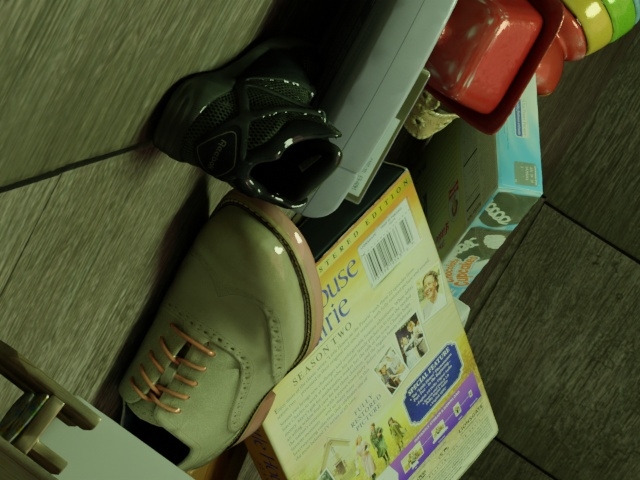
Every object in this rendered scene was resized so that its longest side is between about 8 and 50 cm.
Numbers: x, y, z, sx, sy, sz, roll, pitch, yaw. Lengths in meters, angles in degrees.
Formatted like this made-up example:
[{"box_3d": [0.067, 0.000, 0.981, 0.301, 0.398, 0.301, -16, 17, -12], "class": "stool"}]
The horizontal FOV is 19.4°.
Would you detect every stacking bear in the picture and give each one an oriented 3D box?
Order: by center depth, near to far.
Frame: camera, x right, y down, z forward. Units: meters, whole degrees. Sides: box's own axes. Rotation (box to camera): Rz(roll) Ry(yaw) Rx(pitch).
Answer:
[{"box_3d": [0.307, -0.288, 2.294, 0.289, 0.164, 0.175, -43, -150, -13], "class": "stacking bear"}]

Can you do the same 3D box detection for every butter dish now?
[{"box_3d": [0.136, -0.209, 1.878, 0.118, 0.160, 0.160, 2, 123, -50], "class": "butter dish"}]

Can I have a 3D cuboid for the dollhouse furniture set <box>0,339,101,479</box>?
[{"box_3d": [-0.273, 0.154, 1.248, 0.212, 0.161, 0.242, -53, -170, -14], "class": "dollhouse furniture set"}]

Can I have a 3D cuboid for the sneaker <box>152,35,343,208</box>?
[{"box_3d": [-0.030, -0.091, 1.491, 0.087, 0.130, 0.227, -60, 170, 25], "class": "sneaker"}]

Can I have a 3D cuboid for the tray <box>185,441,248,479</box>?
[{"box_3d": [-0.166, 0.299, 2.142, 0.203, 0.076, 0.411, -47, 164, -41], "class": "tray"}]

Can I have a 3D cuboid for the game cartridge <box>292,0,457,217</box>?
[{"box_3d": [0.047, -0.171, 1.585, 0.297, 0.062, 0.198, -61, -161, 22], "class": "game cartridge"}]

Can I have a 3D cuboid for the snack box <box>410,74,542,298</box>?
[{"box_3d": [0.182, -0.070, 2.251, 0.322, 0.060, 0.187, 122, -28, -61], "class": "snack box"}]

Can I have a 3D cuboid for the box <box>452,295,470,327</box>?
[{"box_3d": [0.070, 0.112, 2.325, 0.119, 0.182, 0.181, -51, 167, -25], "class": "box"}]

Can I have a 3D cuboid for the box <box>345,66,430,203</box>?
[{"box_3d": [0.041, -0.134, 1.736, 0.136, 0.036, 0.225, -62, -166, 16], "class": "box"}]

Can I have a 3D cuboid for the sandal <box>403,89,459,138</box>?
[{"box_3d": [0.128, -0.147, 2.091, 0.079, 0.088, 0.240, -62, 174, -1], "class": "sandal"}]

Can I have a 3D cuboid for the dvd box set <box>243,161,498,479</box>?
[{"box_3d": [0.042, 0.163, 2.080, 0.307, 0.062, 0.420, -46, 133, -28], "class": "dvd box set"}]

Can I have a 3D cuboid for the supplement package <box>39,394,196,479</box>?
[{"box_3d": [-0.165, 0.310, 1.610, 0.175, 0.293, 0.177, -44, 164, -45], "class": "supplement package"}]

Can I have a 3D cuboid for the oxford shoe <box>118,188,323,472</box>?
[{"box_3d": [-0.103, 0.109, 1.727, 0.146, 0.140, 0.397, -39, 159, -35], "class": "oxford shoe"}]

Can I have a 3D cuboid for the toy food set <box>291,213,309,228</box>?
[{"box_3d": [0.000, 0.000, 2.088, 0.132, 0.038, 0.192, -52, 168, -20], "class": "toy food set"}]
